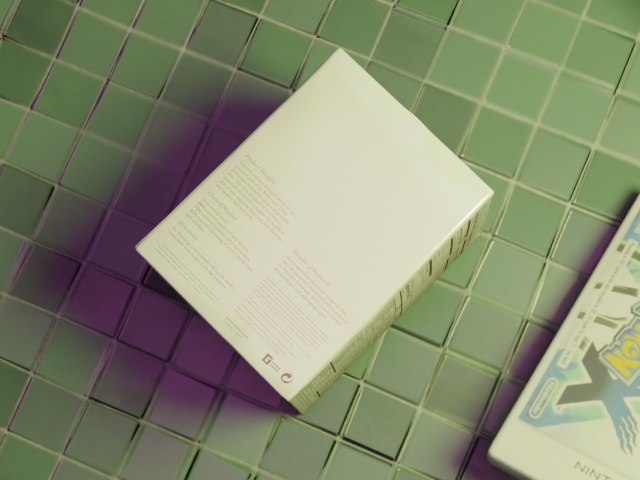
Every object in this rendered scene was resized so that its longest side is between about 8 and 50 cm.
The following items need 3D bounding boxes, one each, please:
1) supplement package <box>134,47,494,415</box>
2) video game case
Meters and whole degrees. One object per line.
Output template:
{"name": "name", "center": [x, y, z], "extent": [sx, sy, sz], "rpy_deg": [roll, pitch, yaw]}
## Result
{"name": "supplement package", "center": [0.000, 0.000, 1.308], "extent": [0.199, 0.198, 0.262], "rpy_deg": [44, 84, 10]}
{"name": "video game case", "center": [0.365, 0.138, 1.284], "extent": [0.300, 0.036, 0.329], "rpy_deg": [27, 70, 21]}
